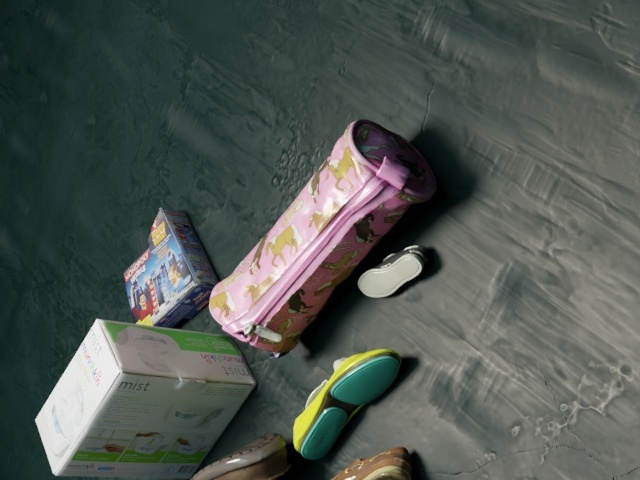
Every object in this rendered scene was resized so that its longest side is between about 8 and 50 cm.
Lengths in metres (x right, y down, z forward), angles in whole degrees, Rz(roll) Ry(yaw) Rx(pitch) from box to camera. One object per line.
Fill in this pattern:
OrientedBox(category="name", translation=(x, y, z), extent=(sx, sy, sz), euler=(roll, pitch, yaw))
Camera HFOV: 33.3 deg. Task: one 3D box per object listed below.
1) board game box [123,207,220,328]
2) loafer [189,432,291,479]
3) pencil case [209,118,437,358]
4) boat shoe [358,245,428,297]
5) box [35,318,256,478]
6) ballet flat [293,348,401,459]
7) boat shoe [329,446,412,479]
OrientedBox(category="board game box", translation=(-0.270, 0.051, 1.903), extent=(0.194, 0.060, 0.194), euler=(-40, 52, 35))
OrientedBox(category="loafer", translation=(-0.142, 0.415, 1.644), extent=(0.130, 0.134, 0.366), euler=(55, 134, 13))
OrientedBox(category="pencil case", translation=(0.000, 0.000, 1.544), extent=(0.386, 0.160, 0.167), euler=(-49, 48, 27))
OrientedBox(category="boat shoe", translation=(0.103, 0.042, 1.510), extent=(0.046, 0.038, 0.125), euler=(48, 135, -6))
OrientedBox(category="box", translation=(-0.277, 0.260, 1.707), extent=(0.231, 0.262, 0.126), euler=(-57, 45, 23))
OrientedBox(category="ballet flat", translation=(0.029, 0.215, 1.528), extent=(0.231, 0.077, 0.077), euler=(-54, 30, 27))
OrientedBox(category="boat shoe", translation=(0.060, 0.335, 1.477), extent=(0.178, 0.064, 0.060), euler=(-33, 27, 37))
